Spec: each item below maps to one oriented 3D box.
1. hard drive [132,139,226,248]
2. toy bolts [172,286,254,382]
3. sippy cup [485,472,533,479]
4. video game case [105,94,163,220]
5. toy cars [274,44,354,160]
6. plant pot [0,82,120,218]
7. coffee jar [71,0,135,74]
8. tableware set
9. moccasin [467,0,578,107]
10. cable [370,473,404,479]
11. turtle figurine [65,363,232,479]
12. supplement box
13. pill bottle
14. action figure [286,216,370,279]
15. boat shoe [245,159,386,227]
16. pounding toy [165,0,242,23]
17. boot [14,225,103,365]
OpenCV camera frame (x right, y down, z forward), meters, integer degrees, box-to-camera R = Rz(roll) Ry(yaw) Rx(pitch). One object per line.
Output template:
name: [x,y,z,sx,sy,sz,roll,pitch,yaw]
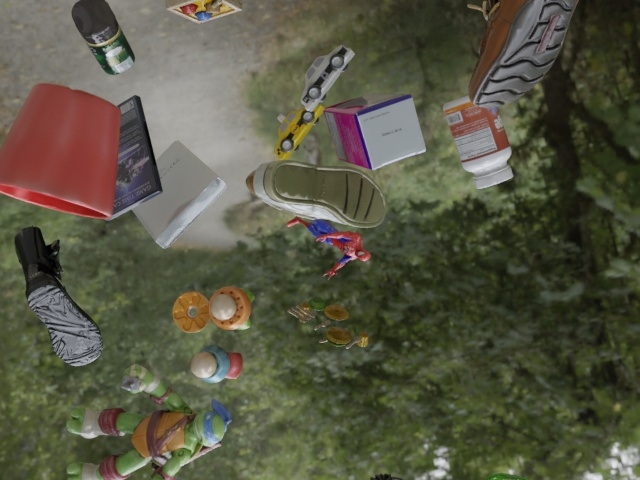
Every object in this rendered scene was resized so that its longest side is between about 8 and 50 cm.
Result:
hard drive: [-0.407,-0.135,2.281,0.233,0.047,0.353,-46,-146,-3]
toy bolts: [-0.273,0.219,1.966,0.218,0.228,0.158,2,175,14]
sippy cup: [0.303,0.551,1.426,0.224,0.240,0.305,0,-179,19]
video game case: [-0.515,-0.213,2.161,0.196,0.274,0.026,-24,164,26]
toy cars: [-0.038,-0.363,2.161,0.176,0.087,0.393,-50,176,-40]
plant pot: [-0.565,-0.198,1.831,0.275,0.243,0.275,13,173,2]
coffee jar: [-0.442,-0.417,1.698,0.079,0.096,0.184,-29,168,-6]
tableware set: [0.021,0.154,1.539,0.154,0.024,0.104,28,-147,29]
moccasin: [0.345,-0.392,1.445,0.139,0.147,0.380,-9,142,-17]
cable: [0.160,0.508,1.625,0.151,0.047,0.184,25,-178,-21]
turtle figurine: [-0.298,0.300,1.257,0.266,0.197,0.275,-18,-170,31]
supplement box: [0.097,-0.211,1.572,0.111,0.114,0.220,-20,-164,-11]
pill bottle: [0.377,-0.238,1.966,0.121,0.216,0.121,-20,-173,2]
action figure: [0.000,0.000,2.200,0.280,0.091,0.139,28,-137,31]
boat shoe: [-0.004,-0.095,1.602,0.302,0.113,0.103,16,172,-39]
pounding toy: [-0.221,-0.477,1.629,0.141,0.100,0.130,-8,175,27]
boot: [-0.527,0.108,1.679,0.094,0.246,0.207,-25,-137,-6]
